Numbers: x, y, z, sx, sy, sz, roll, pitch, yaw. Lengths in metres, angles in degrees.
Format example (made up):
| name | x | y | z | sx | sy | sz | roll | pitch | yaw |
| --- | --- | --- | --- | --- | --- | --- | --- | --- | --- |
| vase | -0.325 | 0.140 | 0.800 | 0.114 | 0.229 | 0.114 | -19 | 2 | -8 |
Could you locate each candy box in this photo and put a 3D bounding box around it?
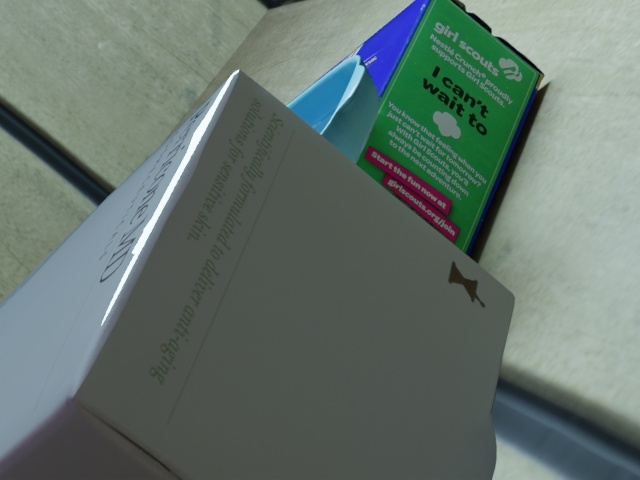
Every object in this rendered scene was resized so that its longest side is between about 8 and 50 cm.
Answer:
| name | x | y | z | sx | sy | sz | roll | pitch | yaw |
| --- | --- | --- | --- | --- | --- | --- | --- | --- | --- |
| candy box | 0.000 | 0.000 | 1.166 | 0.268 | 0.122 | 0.317 | -35 | 22 | 46 |

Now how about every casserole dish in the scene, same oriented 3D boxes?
| name | x | y | z | sx | sy | sz | roll | pitch | yaw |
| --- | --- | --- | --- | --- | --- | --- | --- | --- | --- |
| casserole dish | -0.025 | -0.049 | 1.055 | 0.188 | 0.037 | 0.114 | -35 | 21 | 39 |

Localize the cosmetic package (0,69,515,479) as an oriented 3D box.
| name | x | y | z | sx | sy | sz | roll | pitch | yaw |
| --- | --- | --- | --- | --- | --- | --- | --- | --- | --- |
| cosmetic package | -0.107 | 0.128 | 0.636 | 0.365 | 0.155 | 0.197 | -42 | 17 | 34 |
